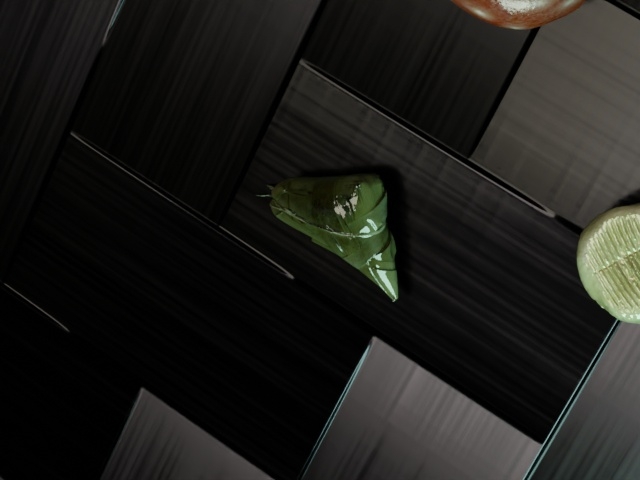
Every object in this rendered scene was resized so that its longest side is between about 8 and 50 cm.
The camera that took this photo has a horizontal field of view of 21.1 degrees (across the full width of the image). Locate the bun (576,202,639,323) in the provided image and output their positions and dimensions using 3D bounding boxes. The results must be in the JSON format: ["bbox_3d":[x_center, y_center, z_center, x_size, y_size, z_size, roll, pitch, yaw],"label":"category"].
[{"bbox_3d":[0.288,0.016,1.541,0.115,0.069,0.115,5,102,23],"label":"bun"}]

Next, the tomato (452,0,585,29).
[{"bbox_3d":[0.174,-0.261,1.501,0.167,0.167,0.167,5,102,24],"label":"tomato"}]

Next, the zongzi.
[{"bbox_3d":[0.000,0.000,1.688,0.154,0.062,0.130,-2,111,32],"label":"zongzi"}]
